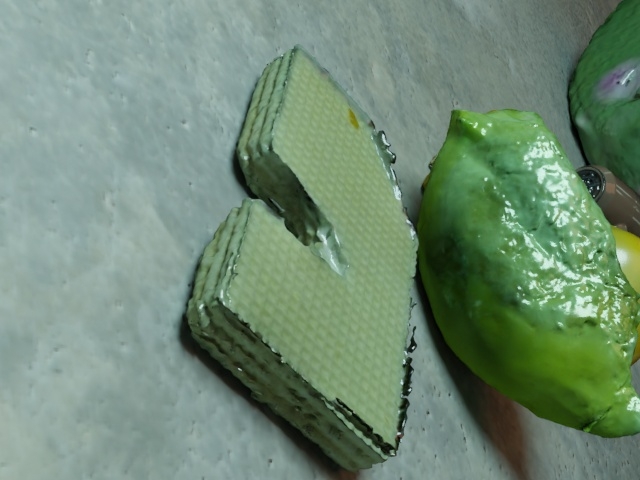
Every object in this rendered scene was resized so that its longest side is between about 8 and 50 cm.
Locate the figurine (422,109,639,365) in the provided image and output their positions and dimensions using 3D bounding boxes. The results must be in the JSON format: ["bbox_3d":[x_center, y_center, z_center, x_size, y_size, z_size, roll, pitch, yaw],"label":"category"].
[{"bbox_3d":[0.190,0.013,0.820,0.246,0.131,0.156,41,39,-9],"label":"figurine"}]

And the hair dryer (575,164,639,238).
[{"bbox_3d":[0.318,0.015,1.072,0.117,0.064,0.182,27,50,-44],"label":"hair dryer"}]

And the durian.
[{"bbox_3d":[0.139,0.022,0.701,0.101,0.139,0.250,4,68,-41],"label":"durian"}]

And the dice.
[{"bbox_3d":[0.523,-0.151,1.257,0.322,0.330,0.318,46,29,-25],"label":"dice"}]

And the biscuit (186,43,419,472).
[{"bbox_3d":[0.000,0.000,0.594,0.147,0.046,0.250,44,36,-28],"label":"biscuit"}]
